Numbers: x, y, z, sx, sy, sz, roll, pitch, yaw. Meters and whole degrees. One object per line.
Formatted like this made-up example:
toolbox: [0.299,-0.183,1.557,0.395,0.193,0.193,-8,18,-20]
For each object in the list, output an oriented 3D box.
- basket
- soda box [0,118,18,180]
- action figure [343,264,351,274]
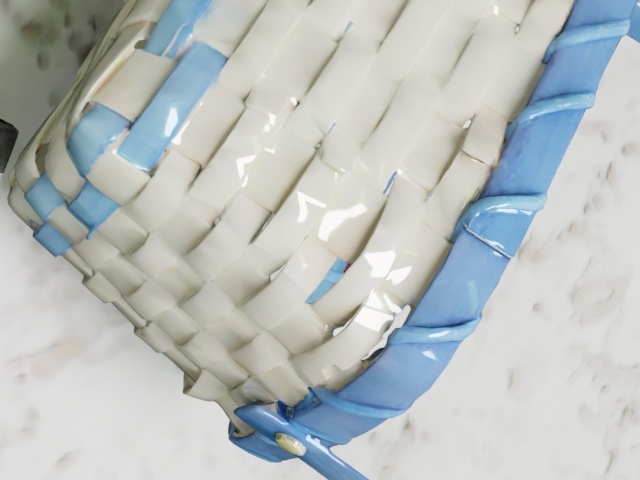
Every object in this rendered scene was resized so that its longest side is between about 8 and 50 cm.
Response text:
basket: [0.052,-0.020,0.577,0.289,0.201,0.255,35,66,-6]
soda box: [-0.175,0.023,0.564,0.060,0.053,0.169,17,95,-36]
action figure: [0.000,0.000,0.689,0.115,0.030,0.038,-33,125,-18]
